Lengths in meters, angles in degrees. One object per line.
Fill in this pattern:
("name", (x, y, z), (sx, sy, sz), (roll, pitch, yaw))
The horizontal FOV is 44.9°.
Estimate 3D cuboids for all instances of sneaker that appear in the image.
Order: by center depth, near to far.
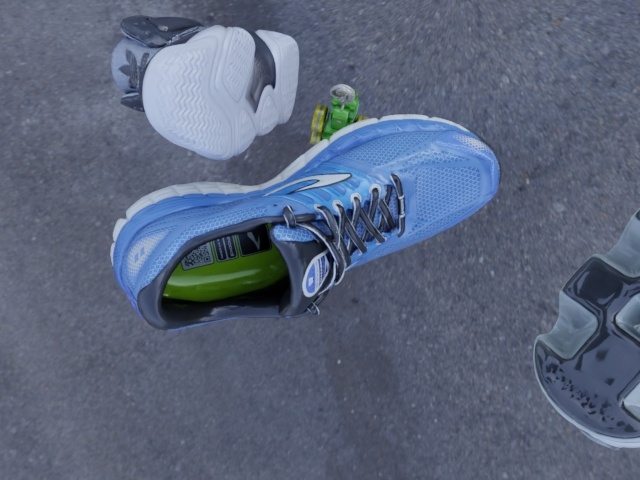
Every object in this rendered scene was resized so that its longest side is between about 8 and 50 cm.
("sneaker", (0.266, -0.008, 0.454), (0.330, 0.146, 0.122), (-44, 54, 5))
("sneaker", (0.000, 0.000, 0.625), (0.330, 0.147, 0.129), (-20, 120, -7))
("sneaker", (-0.121, -0.135, 0.654), (0.153, 0.268, 0.101), (10, 107, 13))

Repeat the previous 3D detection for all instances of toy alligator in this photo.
("toy alligator", (0.024, -0.135, 0.808), (0.056, 0.189, 0.051), (15, 74, 2))
